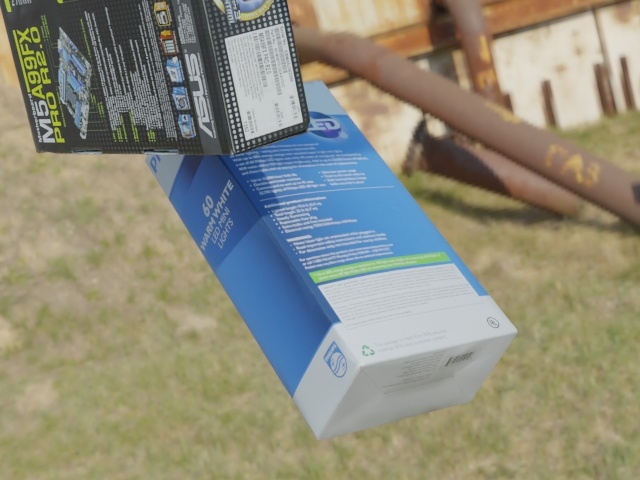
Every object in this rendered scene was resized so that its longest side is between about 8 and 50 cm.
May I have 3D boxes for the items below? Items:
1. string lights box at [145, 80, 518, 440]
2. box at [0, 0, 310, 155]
[{"bbox_3d":[0.000,0.000,0.827,0.133,0.076,0.259,-7,48,-36],"label":"string lights box"},{"bbox_3d":[-0.120,-0.185,0.703,0.060,0.270,0.216,-22,17,-38],"label":"box"}]
